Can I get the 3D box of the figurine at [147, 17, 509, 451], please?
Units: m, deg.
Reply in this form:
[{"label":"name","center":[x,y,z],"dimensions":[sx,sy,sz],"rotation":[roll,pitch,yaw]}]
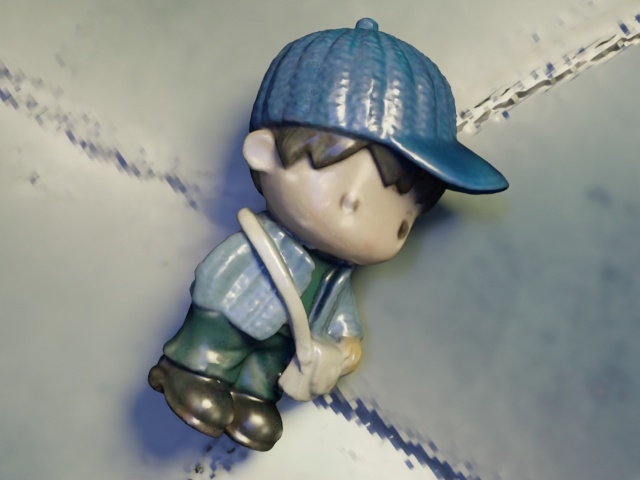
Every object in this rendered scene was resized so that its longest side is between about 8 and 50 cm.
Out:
[{"label":"figurine","center":[-0.005,-0.004,0.595],"dimensions":[0.136,0.077,0.079],"rotation":[-51,46,15]}]
